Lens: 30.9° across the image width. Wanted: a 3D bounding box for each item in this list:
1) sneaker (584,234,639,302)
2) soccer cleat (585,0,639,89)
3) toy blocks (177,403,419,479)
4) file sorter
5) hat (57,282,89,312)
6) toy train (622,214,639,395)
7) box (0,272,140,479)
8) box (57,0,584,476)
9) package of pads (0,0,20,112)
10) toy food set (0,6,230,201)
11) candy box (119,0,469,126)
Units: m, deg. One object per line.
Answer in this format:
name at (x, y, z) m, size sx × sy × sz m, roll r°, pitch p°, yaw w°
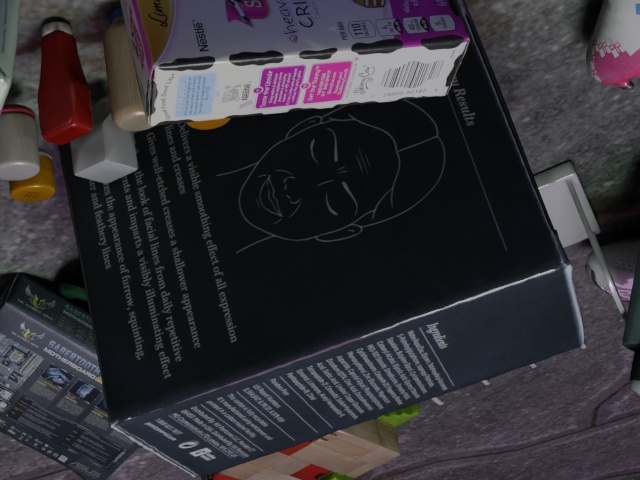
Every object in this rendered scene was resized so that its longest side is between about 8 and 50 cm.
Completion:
sneaker at (0.493, -0.002, 1.560) m, size 0.297 × 0.111 × 0.129 m, roll -13°, pitch 137°, yaw -14°
soccer cleat at (0.295, -0.243, 0.991) m, size 0.116 × 0.143 × 0.331 m, roll -50°, pitch -179°, yaw -19°
toy blocks at (-0.076, 0.303, 1.748) m, size 0.381 × 0.191 × 0.261 m, roll -34°, pitch 136°, yaw 30°
file sorter at (0.225, 0.064, 1.433) m, size 0.277 × 0.173 × 0.193 m, roll -23°, pitch 152°, yaw 13°
hat at (-0.164, 0.028, 1.317) m, size 0.208 × 0.184 × 0.173 m, roll 24°, pitch 164°, yaw 15°
toy train at (0.441, 0.046, 1.385) m, size 0.142 × 0.334 × 0.190 m, roll 7°, pitch 169°, yaw 38°
box at (-0.295, 0.163, 1.324) m, size 0.232 × 0.059 × 0.183 m, roll 33°, pitch 123°, yaw -19°
box at (0.000, 0.000, 1.060) m, size 0.395 × 0.294 × 0.212 m, roll -20°, pitch 153°, yaw 8°
package of pads at (-0.282, -0.108, 0.777) m, size 0.101 × 0.229 × 0.296 m, roll 12°, pitch 141°, yaw -26°
toy food set at (-0.193, -0.120, 0.966) m, size 0.232 × 0.105 × 0.111 m, roll -20°, pitch 160°, yaw 32°
candy box at (-0.027, -0.177, 0.860) m, size 0.233 × 0.159 × 0.071 m, roll -9°, pitch 150°, yaw -16°
